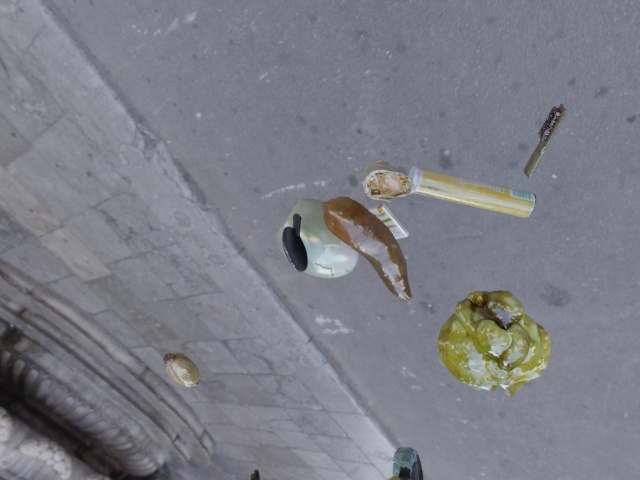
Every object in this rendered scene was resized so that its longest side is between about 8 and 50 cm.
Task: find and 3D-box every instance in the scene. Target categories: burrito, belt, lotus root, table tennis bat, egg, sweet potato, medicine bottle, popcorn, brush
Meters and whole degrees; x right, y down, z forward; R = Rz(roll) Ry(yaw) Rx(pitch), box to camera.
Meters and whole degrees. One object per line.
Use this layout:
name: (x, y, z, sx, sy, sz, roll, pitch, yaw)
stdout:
burrito: (0.121, -0.120, 0.792, 0.086, 0.226, 0.060, -1, 106, 3)
belt: (0.301, 0.825, 1.395, 0.078, 0.198, 0.151, -14, 144, 27)
lotus root: (-0.355, 0.338, 1.048, 0.073, 0.062, 0.150, -2, 133, 20)
table tennis bat: (-0.080, -0.001, 1.319, 0.027, 0.236, 0.150, -21, 131, 18)
egg: (0.000, 0.000, 1.566, 0.336, 0.278, 0.278, 33, 138, 2)
sweet potato: (0.118, 0.013, 0.880, 0.292, 0.097, 0.097, 46, 136, -7)
medicine bottle: (0.517, -0.165, 1.397, 0.425, 0.108, 0.108, 13, 137, -1)
popcorn: (0.426, 0.251, 1.022, 0.276, 0.225, 0.276, -10, 129, -12)
brush: (0.674, -0.297, 1.234, 0.036, 0.043, 0.248, 1, 141, -2)

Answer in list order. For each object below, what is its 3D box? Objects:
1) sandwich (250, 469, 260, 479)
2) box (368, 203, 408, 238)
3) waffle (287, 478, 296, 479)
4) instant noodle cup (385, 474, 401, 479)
sandwich: (-0.181, 0.692, 1.102, 0.026, 0.101, 0.069, 3, 178, -11)
box: (0.350, -0.092, 2.103, 0.220, 0.032, 0.122, 46, 145, -22)
waffle: (-0.019, 0.852, 1.305, 0.191, 0.032, 0.125, 43, 167, -13)
instant noodle cup: (0.178, 0.685, 1.024, 0.122, 0.151, 0.151, 54, 147, 29)
